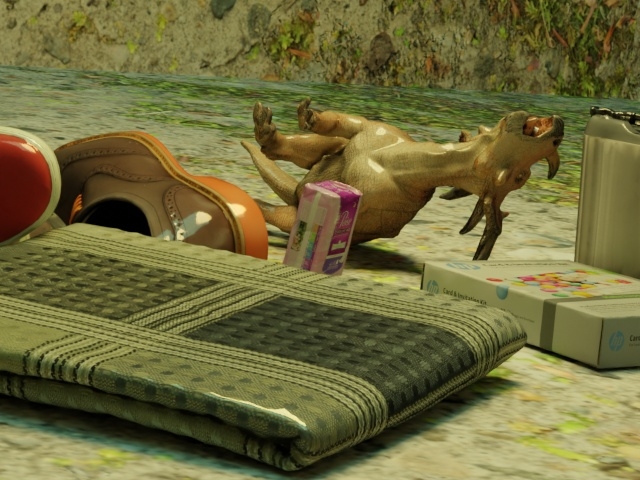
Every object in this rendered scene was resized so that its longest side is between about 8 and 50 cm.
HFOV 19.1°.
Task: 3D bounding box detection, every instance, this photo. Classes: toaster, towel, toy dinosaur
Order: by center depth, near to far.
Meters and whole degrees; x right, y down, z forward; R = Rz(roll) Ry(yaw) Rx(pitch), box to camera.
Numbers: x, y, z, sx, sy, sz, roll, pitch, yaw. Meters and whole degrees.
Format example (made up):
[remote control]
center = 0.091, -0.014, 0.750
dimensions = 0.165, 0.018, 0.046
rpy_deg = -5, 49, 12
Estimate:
[towel]
center = -0.082, 0.058, 1.092
dimensions = 0.324, 0.056, 0.312
rpy_deg = 12, 13, 23
[toaster]
center = 0.280, -0.015, 1.437
dimensions = 0.227, 0.146, 0.129
rpy_deg = 14, 11, 38
[toy dinosaur]
center = 0.048, -0.039, 1.565
dimensions = 0.200, 0.127, 0.296
rpy_deg = 9, -7, -33

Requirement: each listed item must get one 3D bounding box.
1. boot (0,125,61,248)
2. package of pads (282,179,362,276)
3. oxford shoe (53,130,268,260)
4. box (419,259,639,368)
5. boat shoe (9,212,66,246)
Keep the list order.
[boot]
center = -0.293, -0.012, 1.180
dimensions = 0.244, 0.088, 0.176
rpy_deg = -10, 7, 11
[package of pads]
center = 0.000, 0.000, 1.361
dimensions = 0.032, 0.083, 0.050
rpy_deg = 21, 14, 23
[oxford shoe]
center = -0.152, -0.024, 1.395
dimensions = 0.098, 0.096, 0.271
rpy_deg = -8, 15, -36
[box]
center = 0.183, 0.048, 1.324
dimensions = 0.145, 0.038, 0.186
rpy_deg = 0, 10, -36
[boat shoe]
center = -0.255, -0.018, 1.355
dimensions = 0.073, 0.080, 0.223
rpy_deg = 5, 12, -41
